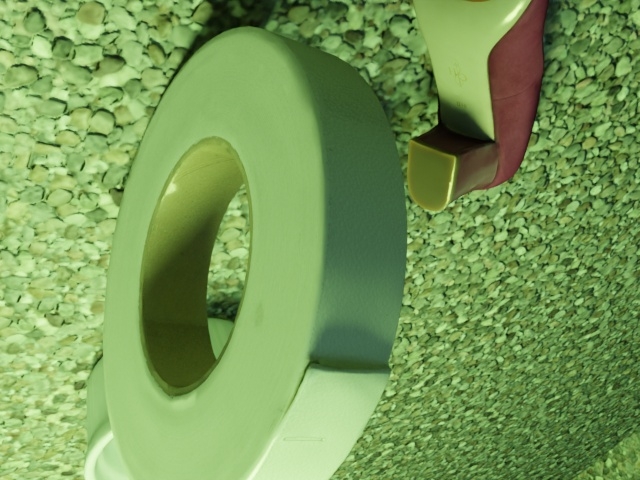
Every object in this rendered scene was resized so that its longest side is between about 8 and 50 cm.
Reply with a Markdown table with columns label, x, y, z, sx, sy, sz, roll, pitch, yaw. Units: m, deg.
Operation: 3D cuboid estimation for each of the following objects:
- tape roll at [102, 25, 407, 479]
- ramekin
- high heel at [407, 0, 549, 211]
| label | x | y | z | sx | sy | sz | roll | pitch | yaw |
| --- | --- | --- | --- | --- | --- | --- | --- | --- | --- |
| tape roll | -0.079 | 0.024 | 0.591 | 0.071 | 0.392 | 0.392 | 11 | 129 | -34 |
| ramekin | -0.177 | 0.227 | 0.959 | 0.277 | 0.135 | 0.277 | -14 | 139 | -12 |
| high heel | 0.179 | -0.214 | 0.712 | 0.181 | 0.127 | 0.378 | -31 | 145 | -39 |
